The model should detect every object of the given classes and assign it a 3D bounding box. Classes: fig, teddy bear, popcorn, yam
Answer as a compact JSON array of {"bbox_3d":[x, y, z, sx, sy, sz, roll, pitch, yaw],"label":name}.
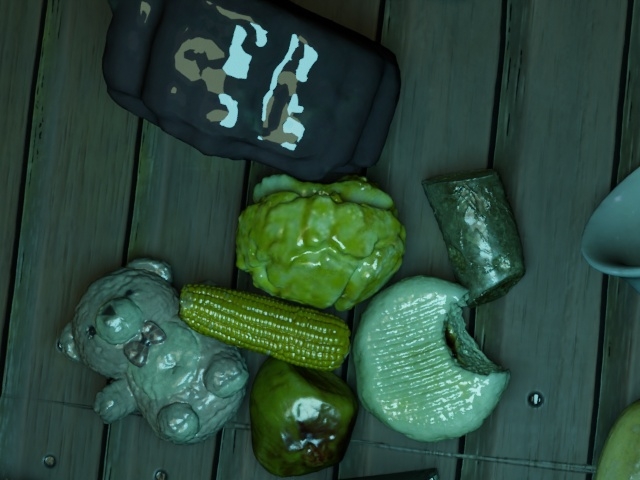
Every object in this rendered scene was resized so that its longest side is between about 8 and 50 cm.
[{"bbox_3d":[-0.027,0.222,1.607,0.154,0.144,0.165,-44,63,43],"label":"fig"},{"bbox_3d":[-0.216,0.147,1.639,0.236,0.151,0.267,-43,82,-6],"label":"teddy bear"},{"bbox_3d":[0.000,0.000,1.586,0.221,0.204,0.183,1,86,-3],"label":"popcorn"},{"bbox_3d":[0.207,-0.010,1.593,0.107,0.107,0.183,-18,85,10],"label":"yam"}]

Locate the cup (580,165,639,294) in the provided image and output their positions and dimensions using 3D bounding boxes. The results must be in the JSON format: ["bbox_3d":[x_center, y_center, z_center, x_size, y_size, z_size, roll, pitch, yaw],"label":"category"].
[{"bbox_3d":[0.500,-0.009,1.439,0.347,0.347,0.163,-33,104,7],"label":"cup"}]

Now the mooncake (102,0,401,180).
[{"bbox_3d":[-0.078,-0.209,1.526,0.351,0.381,0.212,23,102,24],"label":"mooncake"}]

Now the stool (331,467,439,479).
[{"bbox_3d":[0.067,0.421,1.497,0.170,0.270,0.243,-9,84,10],"label":"stool"}]

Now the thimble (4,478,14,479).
[{"bbox_3d":[-0.444,0.429,1.666,0.196,0.148,0.229,40,91,14],"label":"thimble"}]

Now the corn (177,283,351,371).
[{"bbox_3d":[-0.072,0.111,1.567,0.231,0.080,0.080,14,88,-9],"label":"corn"}]

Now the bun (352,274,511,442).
[{"bbox_3d":[0.146,0.153,1.575,0.204,0.126,0.212,3,85,14],"label":"bun"}]

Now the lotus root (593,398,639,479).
[{"bbox_3d":[0.422,0.304,1.495,0.169,0.151,0.342,12,91,12],"label":"lotus root"}]
